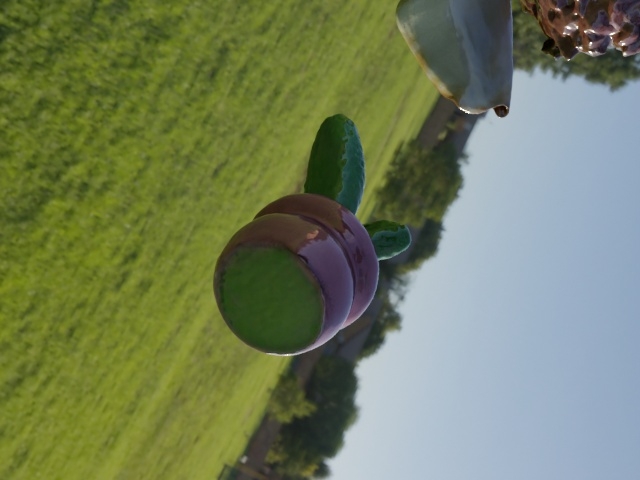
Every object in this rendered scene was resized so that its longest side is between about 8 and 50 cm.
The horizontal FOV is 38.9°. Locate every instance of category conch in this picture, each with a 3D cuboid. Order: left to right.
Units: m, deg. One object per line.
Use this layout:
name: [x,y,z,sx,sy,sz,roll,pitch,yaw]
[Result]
conch: [0.135,-0.204,0.868,0.094,0.104,0.176,26,-47,59]

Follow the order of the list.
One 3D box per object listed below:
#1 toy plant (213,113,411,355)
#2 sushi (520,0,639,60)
toy plant: [-0.006,0.002,1.332,0.356,0.210,0.317,-34,123,-55]
sushi: [0.273,-0.296,0.786,0.270,0.236,0.171,-95,160,-50]
